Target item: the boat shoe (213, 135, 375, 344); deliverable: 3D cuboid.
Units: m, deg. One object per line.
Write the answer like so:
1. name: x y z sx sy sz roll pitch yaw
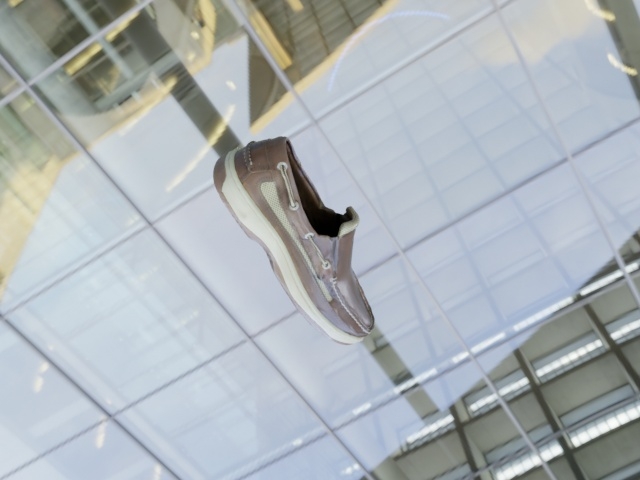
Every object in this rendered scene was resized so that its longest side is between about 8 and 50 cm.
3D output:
1. boat shoe: -0.001 0.005 0.778 0.095 0.257 0.095 -25 -149 20
